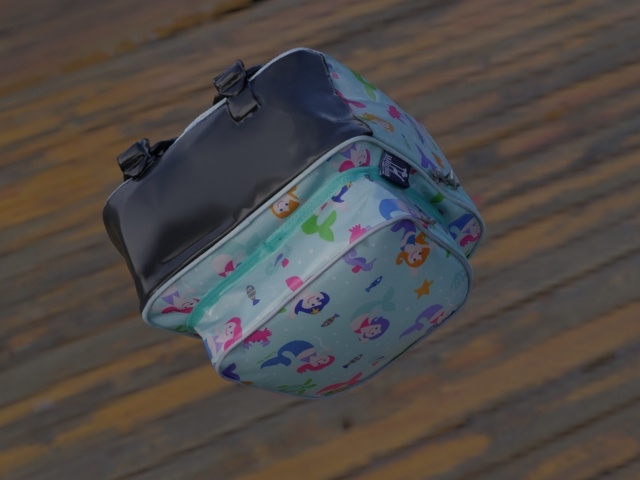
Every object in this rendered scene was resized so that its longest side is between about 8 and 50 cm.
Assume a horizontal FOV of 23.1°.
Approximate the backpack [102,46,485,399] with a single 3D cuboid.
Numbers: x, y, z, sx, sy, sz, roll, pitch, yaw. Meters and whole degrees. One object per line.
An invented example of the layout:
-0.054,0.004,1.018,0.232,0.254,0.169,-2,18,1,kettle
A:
0.000,0.000,1.150,0.225,0.253,0.191,-39,64,15,backpack
